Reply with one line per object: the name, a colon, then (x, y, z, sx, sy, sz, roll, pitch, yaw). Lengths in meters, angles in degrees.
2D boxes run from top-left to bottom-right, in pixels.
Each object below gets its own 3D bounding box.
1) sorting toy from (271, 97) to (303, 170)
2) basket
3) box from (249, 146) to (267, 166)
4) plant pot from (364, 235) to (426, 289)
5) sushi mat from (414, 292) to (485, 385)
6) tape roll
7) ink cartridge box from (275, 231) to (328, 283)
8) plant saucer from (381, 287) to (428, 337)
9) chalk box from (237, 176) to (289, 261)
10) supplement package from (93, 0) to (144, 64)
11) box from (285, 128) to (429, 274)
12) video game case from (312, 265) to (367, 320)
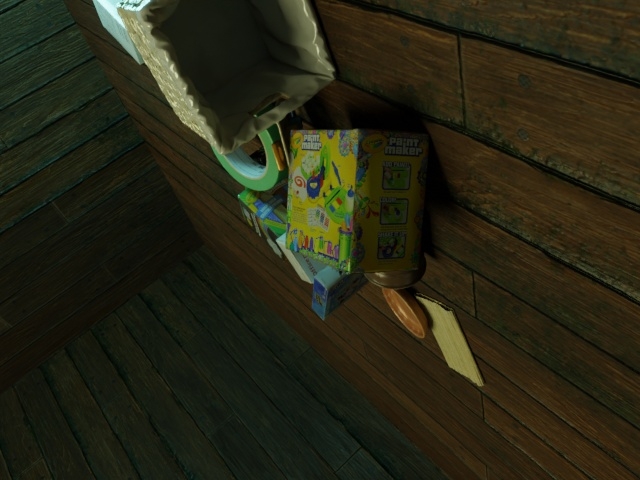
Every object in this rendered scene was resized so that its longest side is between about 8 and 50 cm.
sorting toy: (-0.063, -0.247, 1.420, 0.348, 0.047, 0.196, -84, -22, -60)
basket: (-0.203, -0.423, 1.200, 0.266, 0.328, 0.331, 35, 158, 48)
box: (-0.185, -0.271, 1.883, 0.083, 0.062, 0.052, 25, 148, 52)
plant pot: (0.180, 0.003, 1.386, 0.167, 0.167, 0.165, 39, 150, 34)
sushi mat: (0.379, 0.290, 1.660, 0.151, 0.019, 0.317, 25, 148, 57)
tape roll: (-0.222, -0.309, 1.745, 0.321, 0.077, 0.321, 31, 143, 27)
ink cartridge box: (0.000, 0.000, 1.697, 0.160, 0.219, 0.092, 58, 161, -18)
plant saucer: (0.262, 0.207, 1.724, 0.200, 0.037, 0.200, 51, 169, 14)
chalk box: (-0.156, -0.109, 1.946, 0.289, 0.179, 0.180, 46, 162, 22)
supplement package: (-0.552, -0.696, 1.745, 0.203, 0.194, 0.149, 47, 162, 17)
box: (0.066, -0.096, 1.220, 0.290, 0.177, 0.279, 20, 109, 60)
video game case: (0.086, 0.097, 1.635, 0.061, 0.244, 0.269, 45, 161, 16)
